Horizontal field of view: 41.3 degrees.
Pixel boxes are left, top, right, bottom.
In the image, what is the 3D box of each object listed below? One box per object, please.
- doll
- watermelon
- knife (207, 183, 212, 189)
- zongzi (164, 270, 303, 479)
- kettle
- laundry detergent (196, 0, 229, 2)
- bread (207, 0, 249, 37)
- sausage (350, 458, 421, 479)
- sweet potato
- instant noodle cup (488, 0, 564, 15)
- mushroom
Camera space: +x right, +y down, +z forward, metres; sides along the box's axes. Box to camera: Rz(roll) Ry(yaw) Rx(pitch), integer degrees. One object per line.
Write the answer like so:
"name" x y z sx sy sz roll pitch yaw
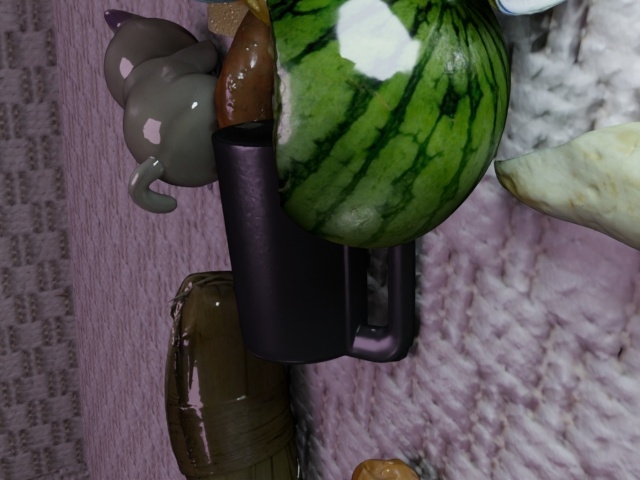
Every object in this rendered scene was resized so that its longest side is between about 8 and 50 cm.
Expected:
"doll" -0.263 -0.250 1.523 0.215 0.226 0.370 72 179 -55
"watermelon" 0.075 -0.165 0.793 0.189 0.331 0.330 -21 80 49
"knife" -0.242 -0.222 1.692 0.058 0.032 0.244 -12 93 55
"zongzi" -0.216 0.219 1.567 0.467 0.218 0.499 4 102 63
"kettle" 0.000 -0.004 1.148 0.203 0.262 0.307 -68 -26 -70
"laundry detergent" -0.151 -0.488 1.119 0.305 0.287 0.287 58 146 38
"bread" -0.138 -0.390 1.421 0.109 0.080 0.084 -65 -13 -49
"sausage" 0.093 0.408 1.126 0.136 0.120 0.241 -144 48 -70
"sweet potato" -0.121 -0.204 1.368 0.106 0.095 0.354 -54 -29 -67
"instant noodle cup" 0.165 -0.285 0.669 0.152 0.205 0.205 63 150 18
"mushroom" 0.258 -0.043 0.684 0.333 0.087 0.107 -143 49 -58
